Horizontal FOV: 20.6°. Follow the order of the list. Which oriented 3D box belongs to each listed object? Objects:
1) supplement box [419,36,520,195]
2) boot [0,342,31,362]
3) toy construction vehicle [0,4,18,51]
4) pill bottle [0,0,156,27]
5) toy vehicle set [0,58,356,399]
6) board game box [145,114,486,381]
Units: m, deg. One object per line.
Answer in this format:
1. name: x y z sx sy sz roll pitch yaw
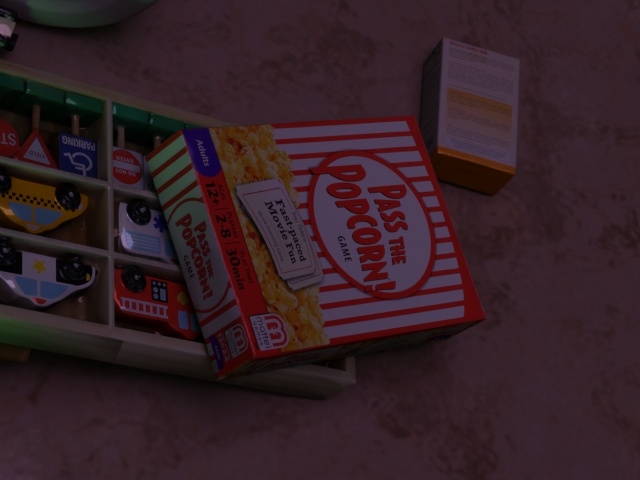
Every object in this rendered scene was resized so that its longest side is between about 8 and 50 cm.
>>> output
1. supplement box: 0.105 -0.088 1.238 0.062 0.036 0.098 15 60 -16
2. boot: -0.240 0.047 1.003 0.152 0.073 0.197 23 63 -19
3. toy construction vehicle: -0.232 -0.111 1.110 0.098 0.035 0.086 18 70 -12
4. pill bottle: -0.160 -0.284 1.157 0.146 0.146 0.264 11 61 -18
5. toy vehicle set: -0.099 -0.004 1.071 0.267 0.035 0.166 13 60 -33
6. board game box: 0.000 0.000 1.090 0.193 0.045 0.146 -8 73 -41
